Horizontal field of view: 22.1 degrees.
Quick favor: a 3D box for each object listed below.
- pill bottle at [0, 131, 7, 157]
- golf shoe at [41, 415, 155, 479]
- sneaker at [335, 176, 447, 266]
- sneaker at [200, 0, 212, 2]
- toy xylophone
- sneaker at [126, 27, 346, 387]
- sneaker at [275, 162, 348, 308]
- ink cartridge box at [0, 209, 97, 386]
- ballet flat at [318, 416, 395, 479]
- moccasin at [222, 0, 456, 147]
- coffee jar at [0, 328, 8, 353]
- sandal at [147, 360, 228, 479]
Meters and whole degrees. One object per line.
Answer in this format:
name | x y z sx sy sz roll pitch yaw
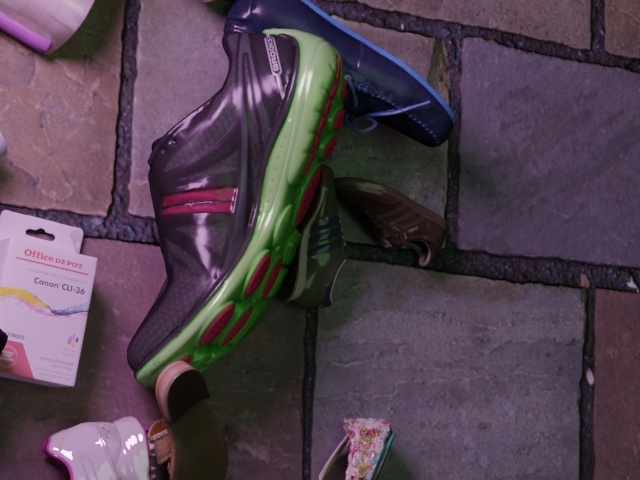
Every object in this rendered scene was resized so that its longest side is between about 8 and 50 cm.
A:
pill bottle | -0.428 -0.093 1.904 0.120 0.067 0.067 -34 102 -30
golf shoe | -0.266 0.363 1.937 0.140 0.115 0.306 1 77 -21
sneaker | 0.093 -0.026 2.214 0.188 0.066 0.071 24 74 -27
sneaker | -0.135 -0.445 2.093 0.121 0.099 0.262 29 69 -40
toy xylophone | -0.326 -0.404 1.993 0.236 0.081 0.322 40 66 -22
sneaker | -0.129 -0.042 2.042 0.202 0.185 0.482 21 81 16
sneaker | 0.000 0.000 2.162 0.086 0.064 0.192 23 73 -35
ink cartridge box | -0.337 0.067 1.940 0.115 0.067 0.198 15 77 -29
ballet flat | 0.027 0.339 2.136 0.077 0.091 0.241 20 67 3
moccasin | 0.016 -0.209 2.170 0.342 0.138 0.117 31 73 -10
coffee jar | -0.436 0.156 1.831 0.096 0.079 0.184 34 83 9
sandal | -0.176 0.231 2.011 0.088 0.079 0.240 -32 135 -30
